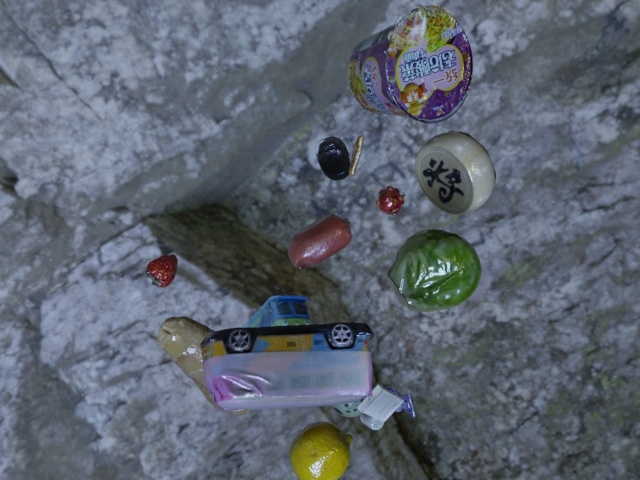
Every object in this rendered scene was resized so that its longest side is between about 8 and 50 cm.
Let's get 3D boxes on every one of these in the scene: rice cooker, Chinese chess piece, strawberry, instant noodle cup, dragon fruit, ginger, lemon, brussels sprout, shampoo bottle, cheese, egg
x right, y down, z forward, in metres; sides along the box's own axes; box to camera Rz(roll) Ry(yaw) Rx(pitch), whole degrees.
[{"bbox_3d":[0.060,-0.363,2.579,0.142,0.203,0.118,-12,-148,16],"label":"rice cooker"},{"bbox_3d":[0.406,-0.204,1.793,0.104,0.257,0.257,-33,179,-25],"label":"Chinese chess piece"},{"bbox_3d":[-0.665,0.129,2.510,0.148,0.131,0.131,-28,178,-22],"label":"strawberry"},{"bbox_3d":[0.257,-0.528,1.816,0.340,0.340,0.266,-30,-157,-23],"label":"instant noodle cup"},{"bbox_3d":[0.324,-0.182,2.754,0.133,0.166,0.136,4,130,-12],"label":"dragon fruit"},{"bbox_3d":[-0.299,0.339,1.601,0.190,0.354,0.126,-24,-156,19],"label":"ginger"},{"bbox_3d":[0.002,0.816,2.271,0.253,0.228,0.228,-45,179,-4],"label":"lemon"},{"bbox_3d":[0.309,0.085,1.595,0.244,0.244,0.244,-31,178,-1],"label":"brussels sprout"},{"bbox_3d":[0.200,0.745,2.499,0.074,0.074,0.192,-30,-171,-20],"label":"shampoo bottle"},{"bbox_3d":[0.294,0.616,2.272,0.042,0.105,0.191,-20,-173,-30],"label":"cheese"},{"bbox_3d":[0.118,0.614,2.343,0.177,0.177,0.228,-31,175,-7],"label":"egg"}]

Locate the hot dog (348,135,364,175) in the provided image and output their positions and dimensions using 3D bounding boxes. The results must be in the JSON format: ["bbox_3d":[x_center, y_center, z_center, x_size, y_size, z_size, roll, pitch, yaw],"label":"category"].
[{"bbox_3d":[0.116,-0.279,1.937,0.044,0.028,0.137,-80,-178,-70],"label":"hot dog"}]

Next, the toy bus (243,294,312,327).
[{"bbox_3d":[-0.154,0.332,2.033,0.152,0.190,0.312,5,144,-32],"label":"toy bus"}]

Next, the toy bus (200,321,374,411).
[{"bbox_3d":[-0.072,0.290,1.321,0.386,0.162,0.171,-1,152,-7],"label":"toy bus"}]

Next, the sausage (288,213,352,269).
[{"bbox_3d":[0.000,0.000,2.109,0.254,0.148,0.148,-29,178,-9],"label":"sausage"}]

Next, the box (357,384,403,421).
[{"bbox_3d":[0.211,0.567,2.051,0.109,0.029,0.198,-48,140,2],"label":"box"}]
